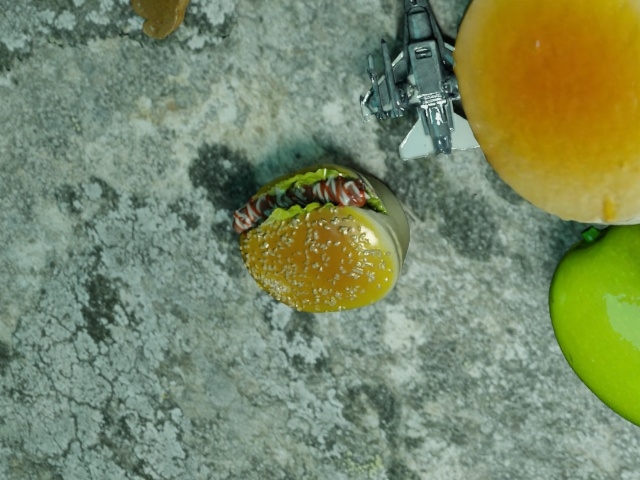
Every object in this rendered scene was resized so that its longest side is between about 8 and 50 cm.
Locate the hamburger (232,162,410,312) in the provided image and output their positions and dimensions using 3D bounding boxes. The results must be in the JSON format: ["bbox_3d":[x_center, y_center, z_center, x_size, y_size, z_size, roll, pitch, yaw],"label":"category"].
[{"bbox_3d":[0.000,0.000,1.983,0.210,0.116,0.173,-14,105,38],"label":"hamburger"}]

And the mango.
[{"bbox_3d":[0.379,0.122,1.758,0.343,0.156,0.192,40,130,10],"label":"mango"}]

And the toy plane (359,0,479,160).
[{"bbox_3d":[0.111,-0.186,1.846,0.160,0.082,0.234,-10,108,9],"label":"toy plane"}]

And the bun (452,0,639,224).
[{"bbox_3d":[0.283,-0.168,1.683,0.299,0.165,0.299,20,124,33],"label":"bun"}]

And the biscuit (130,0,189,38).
[{"bbox_3d":[-0.195,-0.354,2.003,0.162,0.035,0.250,7,116,26],"label":"biscuit"}]
